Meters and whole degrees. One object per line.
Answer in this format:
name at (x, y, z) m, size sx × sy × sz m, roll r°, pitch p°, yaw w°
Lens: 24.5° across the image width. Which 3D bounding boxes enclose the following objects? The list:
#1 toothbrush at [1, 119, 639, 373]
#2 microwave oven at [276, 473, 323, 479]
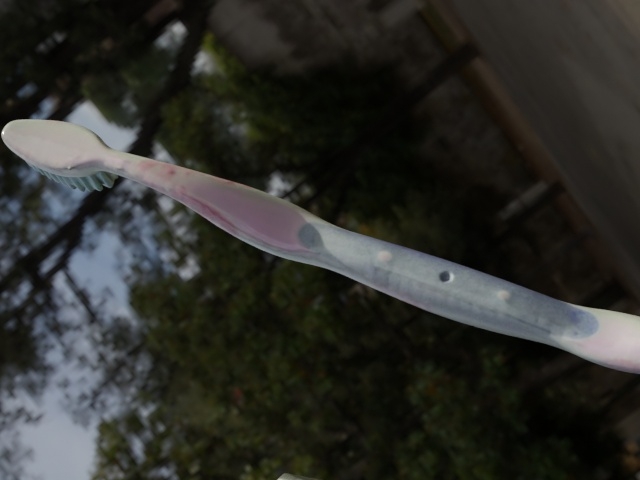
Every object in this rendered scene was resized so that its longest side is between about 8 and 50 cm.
toothbrush at (0.000, 0.000, 0.505) m, size 0.269 × 0.021 × 0.027 m, roll 19°, pitch 165°, yaw 23°
microwave oven at (0.104, 0.388, 0.801) m, size 0.374 × 0.432 × 0.236 m, roll 10°, pitch 174°, yaw 46°
